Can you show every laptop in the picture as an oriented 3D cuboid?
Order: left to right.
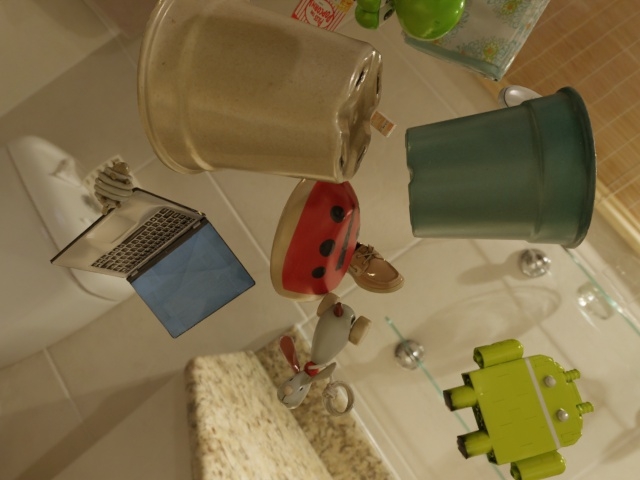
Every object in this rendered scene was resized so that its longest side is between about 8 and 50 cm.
[{"bbox_3d":[-0.492,0.095,1.333,0.408,0.382,0.236,26,34,-57],"label":"laptop"}]

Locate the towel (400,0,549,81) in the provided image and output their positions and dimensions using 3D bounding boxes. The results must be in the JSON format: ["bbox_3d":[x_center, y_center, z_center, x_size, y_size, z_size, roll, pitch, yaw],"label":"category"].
[{"bbox_3d":[0.471,-0.704,1.361,0.374,0.320,0.090,35,18,24],"label":"towel"}]

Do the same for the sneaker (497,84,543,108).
[{"bbox_3d":[0.640,-0.385,1.275,0.258,0.094,0.091,17,-2,-13],"label":"sneaker"}]

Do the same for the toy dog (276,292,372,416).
[{"bbox_3d":[0.004,0.284,1.177,0.220,0.334,0.161,9,-26,17],"label":"toy dog"}]

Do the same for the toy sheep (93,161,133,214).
[{"bbox_3d":[-0.471,-0.118,1.004,0.091,0.132,0.091,30,6,-4],"label":"toy sheep"}]

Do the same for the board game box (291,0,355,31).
[{"bbox_3d":[0.014,-0.794,1.487,0.146,0.193,0.045,28,46,-21],"label":"board game box"}]

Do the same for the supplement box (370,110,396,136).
[{"bbox_3d":[0.256,-0.480,1.820,0.098,0.062,0.036,42,29,13],"label":"supplement box"}]

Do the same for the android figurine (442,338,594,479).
[{"bbox_3d":[0.379,0.314,0.836,0.056,0.272,0.248,98,-19,-71],"label":"android figurine"}]

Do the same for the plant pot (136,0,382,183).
[{"bbox_3d":[-0.070,-0.240,0.747,0.305,0.334,0.334,17,-12,15],"label":"plant pot"}]

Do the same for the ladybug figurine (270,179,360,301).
[{"bbox_3d":[0.000,0.000,1.270,0.162,0.305,0.449,29,-54,26],"label":"ladybug figurine"}]

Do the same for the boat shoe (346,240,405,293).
[{"bbox_3d":[0.146,0.074,1.507,0.341,0.121,0.110,27,-40,49],"label":"boat shoe"}]

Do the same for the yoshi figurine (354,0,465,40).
[{"bbox_3d":[0.215,-0.462,0.745,0.203,0.362,0.203,25,-21,50],"label":"yoshi figurine"}]

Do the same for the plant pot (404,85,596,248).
[{"bbox_3d":[0.365,-0.141,0.982,0.341,0.334,0.341,-4,90,-76],"label":"plant pot"}]
